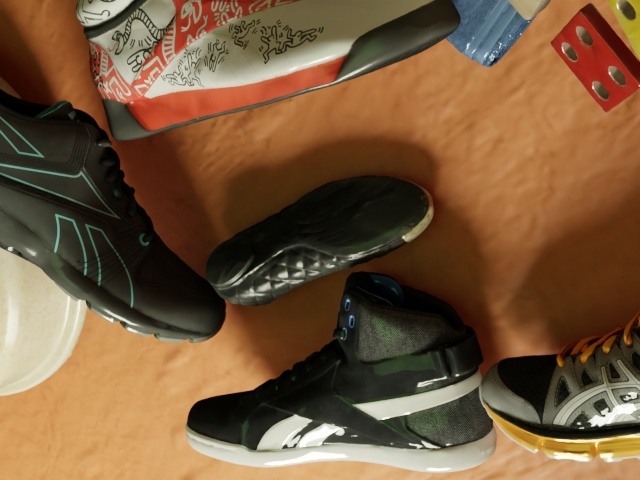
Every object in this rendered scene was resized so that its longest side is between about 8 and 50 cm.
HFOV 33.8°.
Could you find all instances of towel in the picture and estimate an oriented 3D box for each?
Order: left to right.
[{"bbox_3d":[0.070,-0.157,0.591,0.119,0.029,0.067,44,123,11],"label":"towel"}]

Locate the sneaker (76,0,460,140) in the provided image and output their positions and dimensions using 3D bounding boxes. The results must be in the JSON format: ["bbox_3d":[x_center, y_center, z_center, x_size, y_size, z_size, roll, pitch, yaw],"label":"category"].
[{"bbox_3d":[-0.053,-0.151,0.619,0.270,0.090,0.145,-8,103,43],"label":"sneaker"}]

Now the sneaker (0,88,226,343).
[{"bbox_3d":[-0.159,-0.023,0.692,0.267,0.101,0.106,35,90,-26],"label":"sneaker"}]

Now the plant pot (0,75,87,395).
[{"bbox_3d":[-0.394,0.035,0.749,0.334,0.305,0.333,13,118,25],"label":"plant pot"}]

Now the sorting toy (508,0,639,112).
[{"bbox_3d":[0.093,-0.182,0.487,0.046,0.132,0.274,-36,83,-10],"label":"sorting toy"}]

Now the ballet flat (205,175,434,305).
[{"bbox_3d":[0.000,0.000,0.687,0.173,0.049,0.057,-20,62,31],"label":"ballet flat"}]

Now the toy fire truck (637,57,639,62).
[{"bbox_3d":[0.203,-0.187,0.434,0.254,0.169,0.302,-14,102,55],"label":"toy fire truck"}]

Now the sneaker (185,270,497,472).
[{"bbox_3d":[0.005,0.080,0.688,0.217,0.079,0.121,-3,101,24],"label":"sneaker"}]

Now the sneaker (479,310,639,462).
[{"bbox_3d":[0.180,0.070,0.561,0.215,0.084,0.083,-5,102,41],"label":"sneaker"}]
